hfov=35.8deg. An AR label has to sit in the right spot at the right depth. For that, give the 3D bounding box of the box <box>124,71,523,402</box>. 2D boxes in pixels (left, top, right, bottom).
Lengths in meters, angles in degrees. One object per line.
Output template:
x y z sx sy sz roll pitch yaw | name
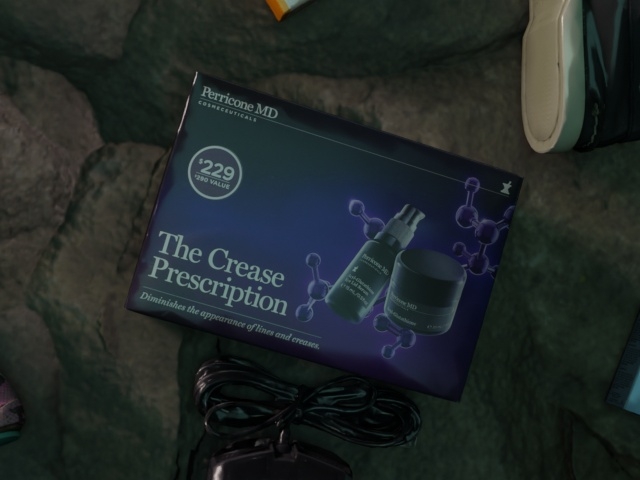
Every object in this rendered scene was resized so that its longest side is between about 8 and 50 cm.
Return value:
0.000 0.000 0.770 0.261 0.103 0.184 16 85 -9 | box

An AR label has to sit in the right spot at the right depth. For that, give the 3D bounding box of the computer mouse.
-0.025 0.231 0.750 0.188 0.072 0.272 12 56 -6 | computer mouse

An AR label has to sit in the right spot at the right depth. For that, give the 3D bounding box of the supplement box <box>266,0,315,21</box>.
-0.006 -0.229 0.798 0.098 0.036 0.062 -32 95 -8 | supplement box

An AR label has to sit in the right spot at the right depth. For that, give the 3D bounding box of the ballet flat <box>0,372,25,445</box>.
-0.333 0.157 0.736 0.221 0.077 0.079 -26 76 -13 | ballet flat

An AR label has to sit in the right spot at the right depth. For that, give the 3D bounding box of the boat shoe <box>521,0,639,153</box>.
0.236 -0.239 0.794 0.113 0.127 0.340 1 92 -10 | boat shoe

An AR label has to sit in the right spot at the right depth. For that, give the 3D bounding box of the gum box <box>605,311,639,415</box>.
0.353 0.084 0.856 0.157 0.041 0.184 22 88 -8 | gum box
